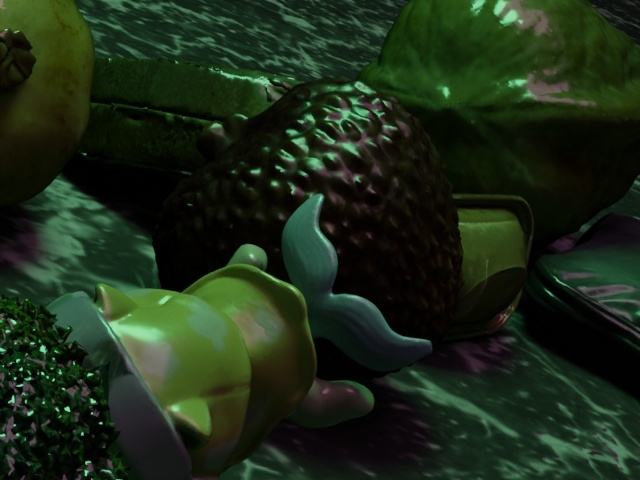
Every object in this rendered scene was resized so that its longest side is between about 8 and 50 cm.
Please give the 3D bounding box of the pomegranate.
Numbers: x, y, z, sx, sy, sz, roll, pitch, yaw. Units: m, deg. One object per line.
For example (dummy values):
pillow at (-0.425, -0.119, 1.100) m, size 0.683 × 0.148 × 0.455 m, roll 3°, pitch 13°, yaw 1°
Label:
pomegranate at (-0.221, -0.103, 0.957) m, size 0.196 × 0.196 × 0.196 m, roll 22°, pitch 21°, yaw -9°

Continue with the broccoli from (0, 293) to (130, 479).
broccoli at (-0.146, 0.103, 0.577) m, size 0.195 × 0.195 × 0.156 m, roll 36°, pitch -7°, yaw 28°

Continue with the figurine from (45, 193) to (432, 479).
figurine at (-0.059, 0.066, 0.731) m, size 0.128 × 0.208 × 0.184 m, roll 53°, pitch -9°, yaw 14°

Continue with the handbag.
handbag at (0.282, 0.054, 1.303) m, size 0.191 × 0.075 × 0.332 m, roll 34°, pitch 19°, yaw 14°

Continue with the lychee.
lychee at (-0.006, -0.002, 0.961) m, size 0.194 × 0.194 × 0.194 m, roll 22°, pitch 21°, yaw -9°

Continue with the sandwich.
sandwich at (-0.061, -0.077, 1.126) m, size 0.235 × 0.079 × 0.159 m, roll 9°, pitch -1°, yaw 31°

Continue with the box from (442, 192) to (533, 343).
box at (0.086, 0.015, 1.124) m, size 0.111 × 0.111 × 0.177 m, roll 38°, pitch 24°, yaw 31°

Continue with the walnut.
walnut at (0.160, -0.106, 1.320) m, size 0.282 × 0.227 × 0.283 m, roll 8°, pitch 8°, yaw -1°
